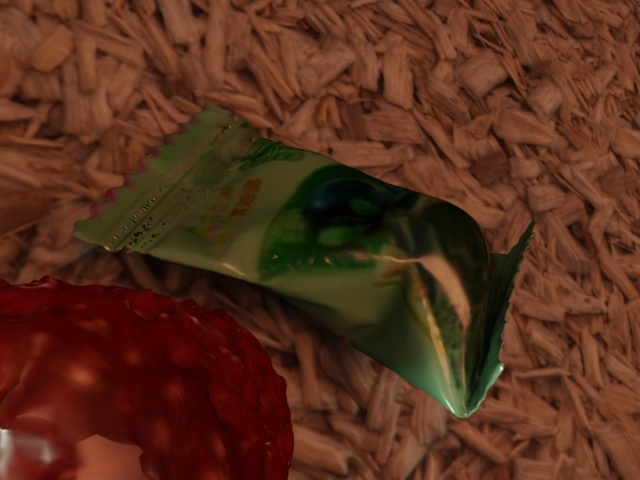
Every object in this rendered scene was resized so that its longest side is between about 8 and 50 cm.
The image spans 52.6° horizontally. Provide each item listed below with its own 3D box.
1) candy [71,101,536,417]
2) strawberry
[{"bbox_3d":[0.002,-0.005,0.637,0.397,0.172,0.263,27,33,1],"label":"candy"},{"bbox_3d":[-0.136,0.156,0.466,0.317,0.295,0.345,42,34,18],"label":"strawberry"}]
